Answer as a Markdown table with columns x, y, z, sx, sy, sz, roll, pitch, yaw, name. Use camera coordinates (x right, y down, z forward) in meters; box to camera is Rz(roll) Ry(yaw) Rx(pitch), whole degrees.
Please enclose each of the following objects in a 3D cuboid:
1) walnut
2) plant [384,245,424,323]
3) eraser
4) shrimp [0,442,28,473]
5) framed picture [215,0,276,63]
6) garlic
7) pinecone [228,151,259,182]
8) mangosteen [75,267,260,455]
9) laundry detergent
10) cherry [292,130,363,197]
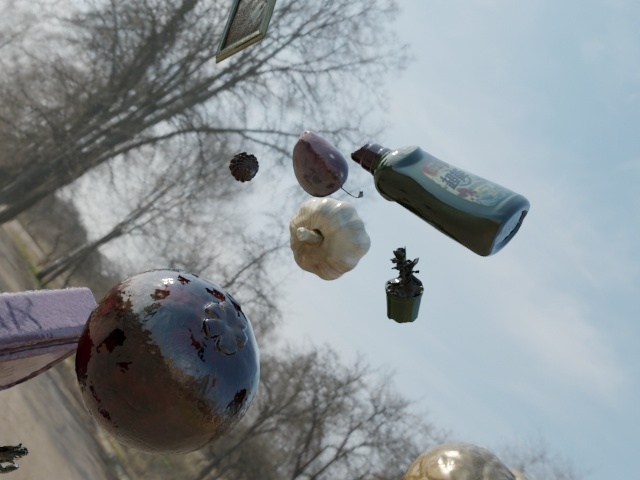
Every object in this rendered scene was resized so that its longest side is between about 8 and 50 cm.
| x | y | z | sx | sy | sz | roll | pitch | yaw | name |
| --- | --- | --- | --- | --- | --- | --- | --- | --- | --- |
| 0.274 | 0.538 | 1.374 | 0.333 | 0.333 | 0.333 | 47 | -17 | 19 | walnut |
| 0.103 | 0.049 | 0.890 | 0.051 | 0.051 | 0.102 | 35 | -46 | 47 | plant |
| -0.612 | 0.195 | 1.324 | 0.122 | 0.272 | 0.359 | 61 | 19 | 12 | eraser |
| -0.741 | 0.512 | 1.715 | 0.034 | 0.161 | 0.091 | -78 | 149 | -52 | shrimp |
| -0.152 | -0.563 | 1.668 | 0.019 | 0.296 | 0.232 | 24 | -17 | -32 | framed picture |
| 0.000 | 0.000 | 1.639 | 0.199 | 0.199 | 0.226 | 49 | 18 | 12 | garlic |
| -0.190 | -0.182 | 1.790 | 0.077 | 0.077 | 0.083 | 61 | -13 | -26 | pinecone |
| -0.270 | 0.215 | 1.219 | 0.359 | 0.306 | 0.306 | -36 | -89 | 29 | mangosteen |
| 0.141 | -0.066 | 0.910 | 0.222 | 0.144 | 0.078 | 31 | -59 | 23 | laundry detergent |
| 0.006 | -0.153 | 1.476 | 0.188 | 0.115 | 0.148 | -164 | -112 | -80 | cherry |
